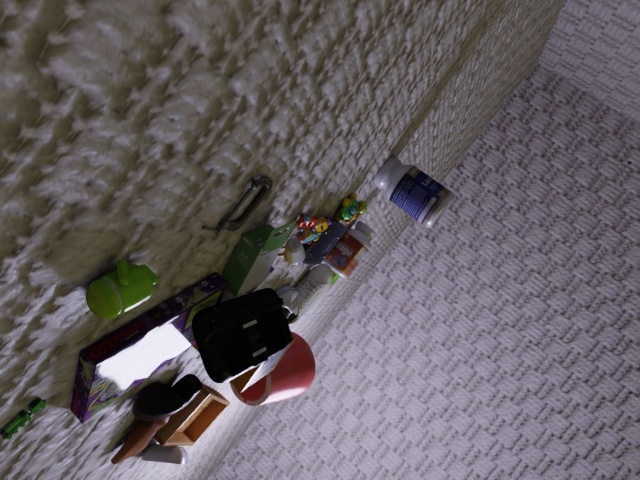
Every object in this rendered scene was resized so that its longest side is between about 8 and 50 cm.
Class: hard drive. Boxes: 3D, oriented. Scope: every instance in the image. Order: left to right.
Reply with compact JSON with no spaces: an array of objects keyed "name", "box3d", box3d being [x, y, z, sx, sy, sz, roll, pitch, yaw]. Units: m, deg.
[{"name":"hard drive","box3d":[0.000,0.000,1.593,0.172,0.054,0.254,-53,167,5]}]

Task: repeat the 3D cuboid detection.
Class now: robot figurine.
[{"name":"robot figurine","box3d":[-0.312,0.079,0.769,0.115,0.067,0.101,-33,166,-51]}]

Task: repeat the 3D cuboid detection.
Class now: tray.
[{"name":"tray","box3d":[-0.438,0.603,1.696,0.203,0.076,0.411,-47,165,-17]}]

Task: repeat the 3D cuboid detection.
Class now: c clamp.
[{"name":"c clamp","box3d":[-0.155,-0.069,0.990,0.161,0.022,0.137,-51,166,-1]}]

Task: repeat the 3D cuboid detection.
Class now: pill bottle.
[{"name":"pill bottle","box3d":[0.119,0.034,1.923,0.216,0.121,0.121,-51,166,-5]},{"name":"pill bottle","box3d":[0.331,-0.177,1.761,0.153,0.264,0.153,-49,167,-16]}]

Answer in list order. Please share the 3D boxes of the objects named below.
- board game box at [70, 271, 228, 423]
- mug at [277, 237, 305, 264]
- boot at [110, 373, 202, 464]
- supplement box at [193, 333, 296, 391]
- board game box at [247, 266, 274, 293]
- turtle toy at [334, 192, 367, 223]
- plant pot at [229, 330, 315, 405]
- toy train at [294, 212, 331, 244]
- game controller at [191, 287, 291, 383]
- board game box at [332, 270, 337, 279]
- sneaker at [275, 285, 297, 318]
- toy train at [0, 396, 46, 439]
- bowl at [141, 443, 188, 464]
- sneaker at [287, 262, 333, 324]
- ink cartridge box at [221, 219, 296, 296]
[{"name":"board game box","box3d":[-0.352,0.215,1.041,0.347,0.056,0.208,-34,154,-51]},{"name":"mug","box3d":[-0.079,0.029,1.371,0.078,0.062,0.064,-35,155,-20]},{"name":"boot","box3d":[-0.480,0.493,1.323,0.280,0.096,0.264,-46,175,10]},{"name":"supplement box","box3d":[-0.206,0.274,1.345,0.129,0.191,0.194,-55,165,14]},{"name":"board game box","box3d":[-0.170,0.102,1.301,0.090,0.020,0.090,-46,-167,-18]},{"name":"turtle toy","box3d":[0.108,-0.104,1.645,0.130,0.066,0.095,-36,160,-47]},{"name":"plant pot","box3d":[-0.195,0.490,1.846,0.275,0.275,0.243,-56,157,19]},{"name":"toy train","box3d":[-0.042,-0.037,1.398,0.125,0.046,0.166,-11,157,-28]},{"name":"game controller","box3d":[-0.174,0.215,1.163,0.067,0.167,0.319,-12,180,28]},{"name":"board game box","box3d":[0.054,0.157,2.190,0.181,0.043,0.092,-49,166,-12]},{"name":"sneaker","box3d":[-0.134,0.224,1.655,0.094,0.091,0.258,-57,165,21]},{"name":"toy train","box3d":[-0.503,0.301,0.831,0.083,0.017,0.024,-45,155,-23]},{"name":"bowl","box3d":[-0.513,0.714,1.645,0.142,0.142,0.053,103,-5,-68]},{"name":"sneaker","box3d":[-0.059,0.213,1.836,0.290,0.106,0.123,-54,169,15]},{"name":"ink cartridge box","box3d":[-0.149,0.026,1.164,0.109,0.062,0.209,-26,151,-58]}]
